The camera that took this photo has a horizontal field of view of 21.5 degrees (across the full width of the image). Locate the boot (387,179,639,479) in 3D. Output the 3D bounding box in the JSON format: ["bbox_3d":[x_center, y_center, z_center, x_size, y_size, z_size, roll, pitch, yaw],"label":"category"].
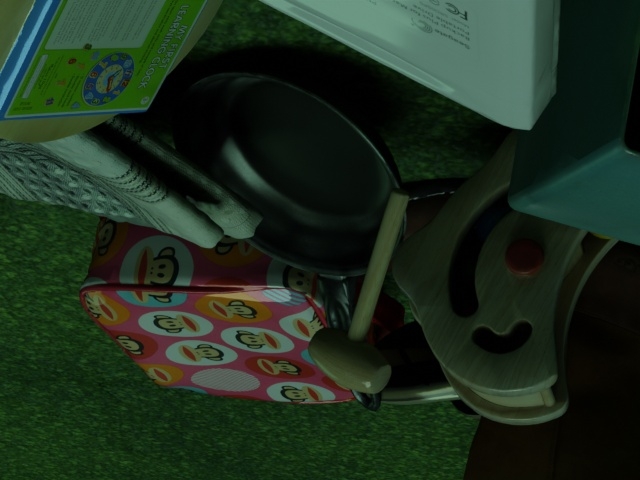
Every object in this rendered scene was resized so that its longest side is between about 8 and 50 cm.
[{"bbox_3d":[0.136,0.098,1.322,0.264,0.280,0.096,4,154,13],"label":"boot"}]

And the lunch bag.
[{"bbox_3d":[-0.053,0.058,1.508,0.258,0.120,0.293,2,156,15],"label":"lunch bag"}]

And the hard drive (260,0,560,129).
[{"bbox_3d":[0.013,-0.172,0.746,0.203,0.040,0.307,29,163,17],"label":"hard drive"}]

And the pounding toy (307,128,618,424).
[{"bbox_3d":[0.130,0.027,1.198,0.154,0.269,0.155,40,171,27],"label":"pounding toy"}]

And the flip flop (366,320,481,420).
[{"bbox_3d":[0.165,0.114,1.408,0.277,0.112,0.080,-5,119,10],"label":"flip flop"}]

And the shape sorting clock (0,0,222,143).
[{"bbox_3d":[-0.131,-0.142,1.025,0.040,0.206,0.206,48,172,25],"label":"shape sorting clock"}]

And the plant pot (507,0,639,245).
[{"bbox_3d":[0.217,-0.081,1.044,0.165,0.165,0.234,15,164,-13],"label":"plant pot"}]

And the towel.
[{"bbox_3d":[-0.240,-0.080,1.244,0.312,0.056,0.324,10,164,40],"label":"towel"}]

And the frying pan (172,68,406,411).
[{"bbox_3d":[0.018,-0.007,1.281,0.197,0.053,0.326,-15,122,47],"label":"frying pan"}]

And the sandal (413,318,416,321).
[{"bbox_3d":[0.234,0.073,1.483,0.303,0.120,0.086,6,125,10],"label":"sandal"}]
